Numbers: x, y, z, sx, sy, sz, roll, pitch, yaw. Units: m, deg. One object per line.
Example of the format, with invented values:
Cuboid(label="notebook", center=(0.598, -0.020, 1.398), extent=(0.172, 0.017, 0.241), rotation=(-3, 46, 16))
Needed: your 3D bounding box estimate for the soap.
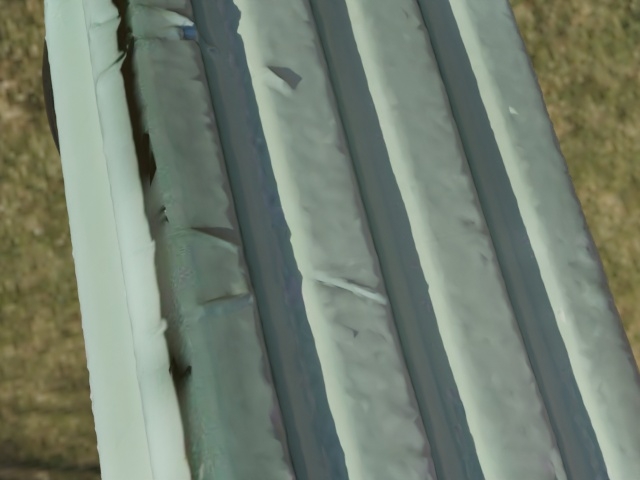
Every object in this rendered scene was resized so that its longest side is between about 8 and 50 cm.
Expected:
Cuboid(label="soap", center=(0.000, 0.000, 0.498), extent=(0.150, 0.261, 0.094), rotation=(3, 144, -24))

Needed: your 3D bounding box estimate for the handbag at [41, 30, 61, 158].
Cuboid(label="handbag", center=(-0.018, -0.083, 0.897), extent=(0.093, 0.253, 0.308), rotation=(17, 171, 44))
